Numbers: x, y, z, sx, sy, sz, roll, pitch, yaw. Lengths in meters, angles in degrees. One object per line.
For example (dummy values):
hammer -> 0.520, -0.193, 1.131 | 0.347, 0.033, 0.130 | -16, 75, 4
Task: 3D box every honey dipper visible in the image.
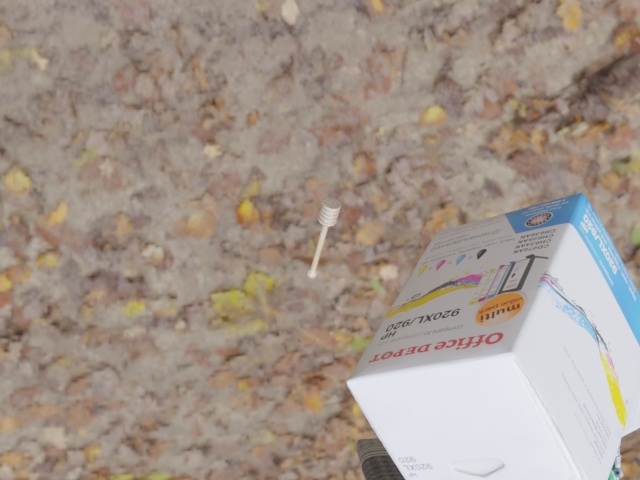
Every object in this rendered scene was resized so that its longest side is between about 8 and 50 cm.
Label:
honey dipper -> 0.000, 0.000, 1.666 | 0.030, 0.030, 0.161 | 3, 133, -16

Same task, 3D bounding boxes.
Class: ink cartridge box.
ink cartridge box -> 0.168, 0.103, 0.944 | 0.171, 0.233, 0.168 | -16, 116, 38

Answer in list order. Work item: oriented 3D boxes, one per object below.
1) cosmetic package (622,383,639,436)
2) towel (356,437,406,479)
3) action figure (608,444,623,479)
cosmetic package -> 0.551, 0.302, 2.116 | 0.183, 0.151, 0.151 | -11, 111, -40
towel -> 0.227, 0.365, 1.525 | 0.324, 0.312, 0.056 | 3, 101, -8
action figure -> 0.453, 0.375, 1.747 | 0.137, 0.063, 0.232 | -8, 119, -15
